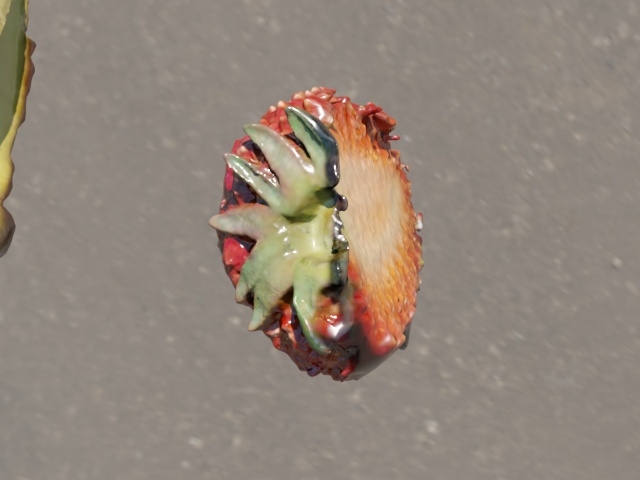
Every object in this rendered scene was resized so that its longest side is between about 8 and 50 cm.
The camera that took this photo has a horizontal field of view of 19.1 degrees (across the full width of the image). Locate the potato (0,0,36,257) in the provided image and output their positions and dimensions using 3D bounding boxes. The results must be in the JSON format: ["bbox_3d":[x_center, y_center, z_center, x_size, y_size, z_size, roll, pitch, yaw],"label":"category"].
[{"bbox_3d":[-0.233,-0.087,0.681,0.242,0.242,0.285,-12,84,25],"label":"potato"}]

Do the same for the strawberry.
[{"bbox_3d":[0.000,0.000,1.563,0.138,0.306,0.233,-13,87,14],"label":"strawberry"}]
